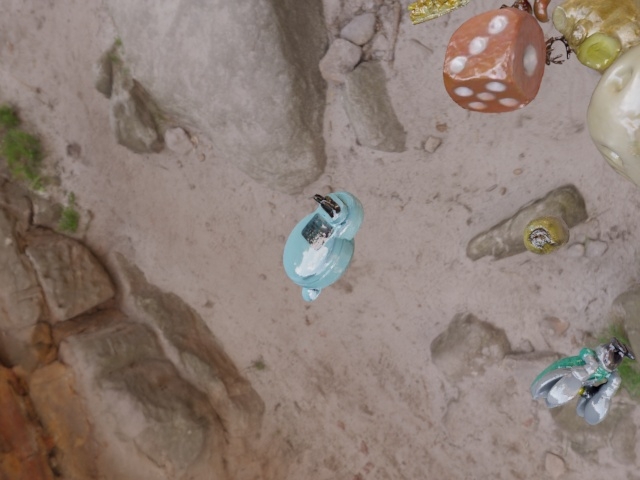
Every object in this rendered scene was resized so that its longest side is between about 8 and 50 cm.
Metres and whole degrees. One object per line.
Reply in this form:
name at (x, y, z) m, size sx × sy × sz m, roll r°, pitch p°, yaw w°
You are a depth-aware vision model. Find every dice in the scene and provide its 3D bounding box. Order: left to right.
dice at (0.401, -0.409, 1.056) m, size 0.179 × 0.175 × 0.173 m, roll 11°, pitch 85°, yaw 48°

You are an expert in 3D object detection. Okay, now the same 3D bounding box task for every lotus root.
lotus root at (0.862, -0.023, 1.729) m, size 0.154 × 0.278 × 0.154 m, roll 3°, pitch 95°, yaw 44°

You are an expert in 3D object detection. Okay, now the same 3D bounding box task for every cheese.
cheese at (0.506, -0.184, 0.653) m, size 0.218 × 0.117 × 0.235 m, roll -20°, pitch 127°, yaw 10°

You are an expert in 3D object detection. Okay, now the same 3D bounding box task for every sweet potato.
sweet potato at (0.676, -0.756, 1.372) m, size 0.058 × 0.055 × 0.202 m, roll -124°, pitch 13°, yaw -50°

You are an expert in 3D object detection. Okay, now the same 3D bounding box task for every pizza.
pizza at (0.446, -0.835, 1.491) m, size 0.258 × 0.268 × 0.087 m, roll 12°, pitch 144°, yaw 54°

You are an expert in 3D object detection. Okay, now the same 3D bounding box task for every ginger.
ginger at (0.477, -0.330, 0.730) m, size 0.216 × 0.157 × 0.102 m, roll 44°, pitch 160°, yaw 6°

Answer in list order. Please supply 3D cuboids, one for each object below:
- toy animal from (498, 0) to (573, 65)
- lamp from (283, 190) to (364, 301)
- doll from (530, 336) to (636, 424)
toy animal at (0.630, -0.632, 1.398) m, size 0.260 × 0.087 × 0.243 m, roll 11°, pitch 121°, yaw 70°
lamp at (0.009, 0.003, 1.183) m, size 0.209 × 0.147 × 0.284 m, roll 48°, pitch 123°, yaw 48°
doll at (0.643, 0.350, 1.142) m, size 0.195 × 0.153 × 0.258 m, roll 11°, pitch 124°, yaw 4°
